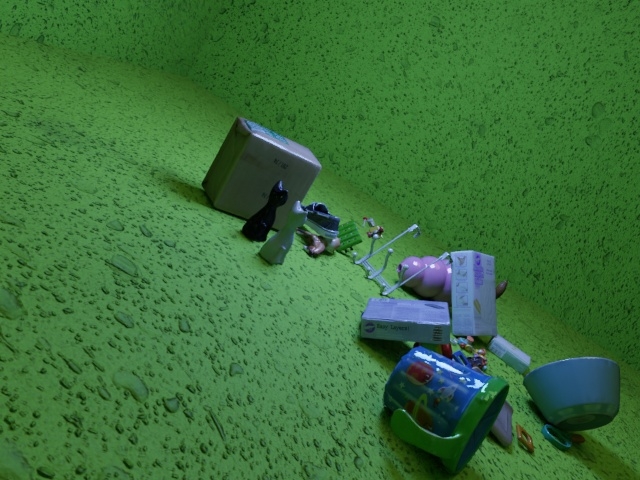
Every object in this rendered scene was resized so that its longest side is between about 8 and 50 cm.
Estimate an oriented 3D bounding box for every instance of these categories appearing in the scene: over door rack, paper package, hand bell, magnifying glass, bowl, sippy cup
[{"bbox_3d":[0.317,0.056,2.125,0.239,0.324,0.108,50,-20,46],"label":"over door rack"},{"bbox_3d":[-0.208,-0.230,1.924,0.325,0.309,0.168,19,20,-37],"label":"paper package"},{"bbox_3d":[0.735,0.275,2.336,0.126,0.242,0.126,31,15,-9],"label":"hand bell"},{"bbox_3d":[0.795,0.640,1.748,0.231,0.026,0.092,21,19,-39],"label":"magnifying glass"},{"bbox_3d":[0.852,0.525,1.787,0.312,0.311,0.163,23,46,-30],"label":"bowl"},{"bbox_3d":[0.275,0.369,1.240,0.224,0.240,0.305,30,-12,31],"label":"sippy cup"}]

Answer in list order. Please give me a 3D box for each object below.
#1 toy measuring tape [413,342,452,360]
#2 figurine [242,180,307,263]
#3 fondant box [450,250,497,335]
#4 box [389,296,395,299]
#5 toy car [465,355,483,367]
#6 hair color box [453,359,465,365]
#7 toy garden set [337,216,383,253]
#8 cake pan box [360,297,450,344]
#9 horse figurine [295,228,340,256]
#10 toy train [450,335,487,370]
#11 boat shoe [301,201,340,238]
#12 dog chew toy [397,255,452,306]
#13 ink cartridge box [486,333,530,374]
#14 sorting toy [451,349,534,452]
[{"bbox_3d":[0.317,0.339,1.556,0.121,0.121,0.330,36,15,11],"label":"toy measuring tape"},{"bbox_3d":[-0.136,-0.059,1.726,0.092,0.209,0.215,17,22,-44],"label":"figurine"},{"bbox_3d":[0.618,0.217,2.164,0.096,0.330,0.238,-7,-12,38],"label":"fondant box"},{"bbox_3d":[0.258,0.243,1.836,0.083,0.067,0.018,36,16,9],"label":"box"},{"bbox_3d":[0.545,0.453,1.847,0.040,0.060,0.122,84,-14,-52],"label":"toy car"},{"bbox_3d":[0.421,0.401,1.716,0.072,0.043,0.141,16,22,-47],"label":"hair color box"},{"bbox_3d":[0.160,-0.028,2.298,0.244,0.204,0.049,-100,167,-69],"label":"toy garden set"},{"bbox_3d":[0.254,0.236,1.625,0.267,0.070,0.246,3,7,9],"label":"cake pan box"},{"bbox_3d":[0.000,0.000,2.084,0.174,0.066,0.263,34,17,34],"label":"horse figurine"},{"bbox_3d":[0.561,0.403,1.974,0.125,0.046,0.166,13,25,-51],"label":"toy train"},{"bbox_3d":[-0.014,-0.102,2.115,0.108,0.102,0.301,11,14,-29],"label":"boat shoe"},{"bbox_3d":[0.475,0.161,2.293,0.332,0.206,0.206,17,20,-21],"label":"dog chew toy"},{"bbox_3d":[0.788,0.456,2.245,0.171,0.056,0.235,37,18,17],"label":"ink cartridge box"},{"bbox_3d":[0.478,0.477,1.546,0.347,0.047,0.196,50,24,6],"label":"sorting toy"}]
